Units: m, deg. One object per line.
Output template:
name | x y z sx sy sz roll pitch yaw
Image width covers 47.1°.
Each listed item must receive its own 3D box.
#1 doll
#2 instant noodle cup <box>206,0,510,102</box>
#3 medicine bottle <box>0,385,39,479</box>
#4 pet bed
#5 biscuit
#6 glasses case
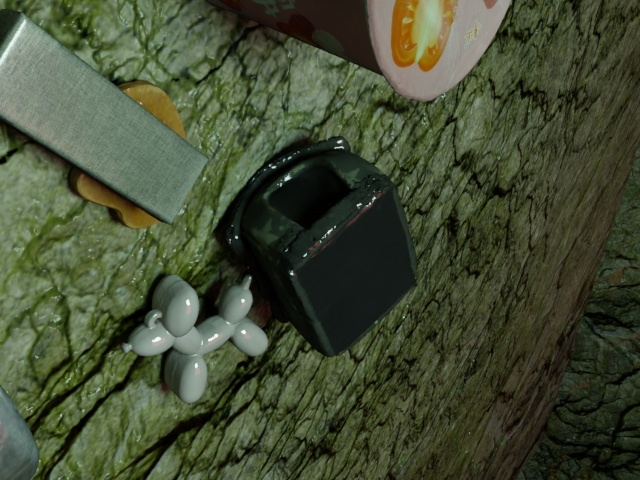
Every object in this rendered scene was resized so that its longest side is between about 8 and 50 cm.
doll | -0.135 0.099 0.799 0.161 0.059 0.160 -32 137 -25
instant noodle cup | 0.020 -0.262 0.603 0.243 0.231 0.243 -37 140 -39
medicine bottle | -0.332 0.172 0.448 0.273 0.165 0.165 -40 142 -35
pet bed | 0.000 0.000 0.862 0.183 0.159 0.211 -42 140 -15
biscuit | -0.170 -0.072 0.656 0.118 0.023 0.140 -30 134 -37
glasses case | -0.179 -0.088 0.576 0.205 0.047 0.071 38 78 -50
